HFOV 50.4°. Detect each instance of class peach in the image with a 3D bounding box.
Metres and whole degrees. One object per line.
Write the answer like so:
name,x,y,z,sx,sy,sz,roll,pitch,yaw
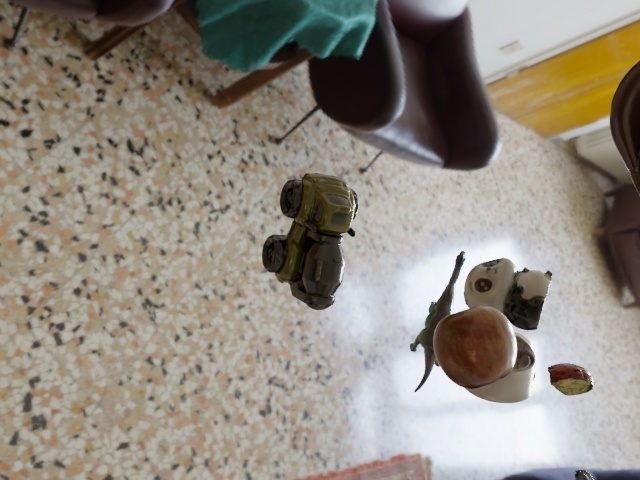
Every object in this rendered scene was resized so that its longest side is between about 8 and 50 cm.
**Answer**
peach,0.439,0.244,1.214,0.083,0.077,0.050,4,58,-8

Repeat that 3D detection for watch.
watch,0.497,0.383,1.976,0.231,0.244,0.196,-31,126,-56

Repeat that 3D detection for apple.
apple,0.355,0.244,1.559,0.188,0.188,0.174,-3,72,-52

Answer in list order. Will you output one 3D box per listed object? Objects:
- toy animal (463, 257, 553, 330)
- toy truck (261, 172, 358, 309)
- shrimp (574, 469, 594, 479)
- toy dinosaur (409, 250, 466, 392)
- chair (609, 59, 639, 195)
toy animal,0.523,0.148,1.923,0.165,0.235,0.187,96,21,-45
toy truck,0.000,0.000,1.233,0.147,0.165,0.224,7,109,-27
shrimp,0.553,0.493,1.221,0.219,0.152,0.046,49,48,-5
toy dinosaur,0.371,0.257,2.130,0.331,0.129,0.384,89,20,-63
chair,0.583,-0.101,0.905,0.400,0.226,0.227,13,64,-27
